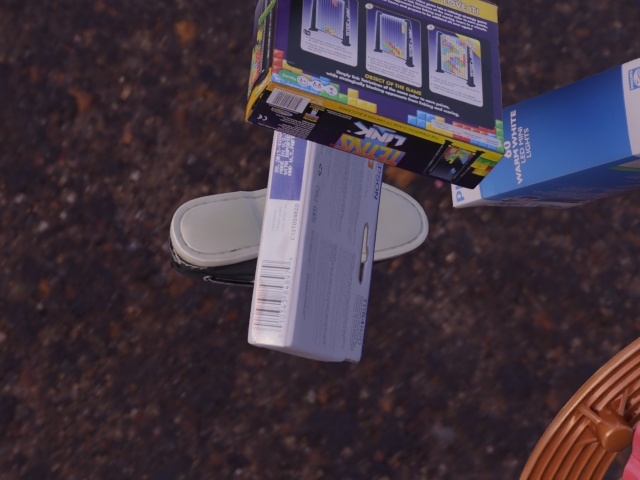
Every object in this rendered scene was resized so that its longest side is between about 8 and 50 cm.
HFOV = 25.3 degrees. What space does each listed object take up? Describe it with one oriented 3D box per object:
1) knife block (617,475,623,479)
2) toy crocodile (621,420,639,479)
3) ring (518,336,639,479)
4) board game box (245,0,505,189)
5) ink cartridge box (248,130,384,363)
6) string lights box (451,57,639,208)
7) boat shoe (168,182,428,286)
[{"bbox_3d":[0.354,0.242,1.304,0.088,0.275,0.242,50,6,2],"label":"knife block"},{"bbox_3d":[0.211,0.138,0.779,0.105,0.115,0.341,5,100,-18],"label":"toy crocodile"},{"bbox_3d":[0.282,0.169,0.957,0.336,0.337,0.032,10,28,-25],"label":"ring"},{"bbox_3d":[0.038,-0.122,0.967,0.170,0.048,0.141,16,51,-18],"label":"board game box"},{"bbox_3d":[0.000,0.000,1.339,0.045,0.224,0.223,4,82,19],"label":"ink cartridge box"},{"bbox_3d":[0.235,-0.083,1.184,0.133,0.259,0.077,0,82,-32],"label":"string lights box"},{"bbox_3d":[-0.033,0.002,1.808,0.340,0.113,0.127,-9,66,-24],"label":"boat shoe"}]
